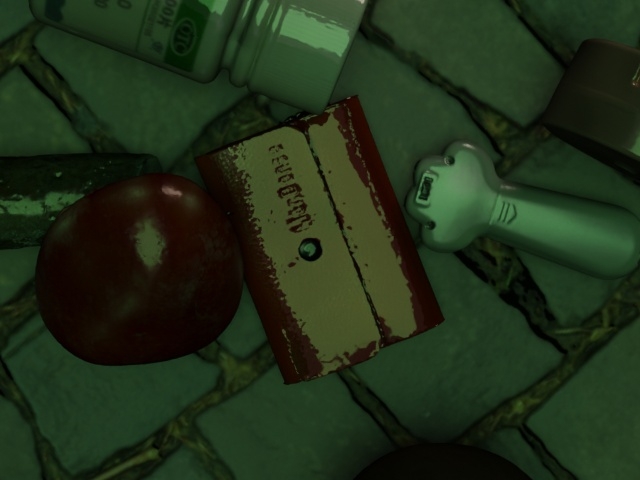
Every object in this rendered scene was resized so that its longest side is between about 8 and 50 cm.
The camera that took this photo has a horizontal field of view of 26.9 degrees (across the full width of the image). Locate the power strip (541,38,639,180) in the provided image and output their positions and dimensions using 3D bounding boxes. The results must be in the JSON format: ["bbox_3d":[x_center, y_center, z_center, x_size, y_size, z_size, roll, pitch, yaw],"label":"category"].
[{"bbox_3d":[0.252,-0.088,1.027,0.154,0.154,0.078,26,92,-5],"label":"power strip"}]

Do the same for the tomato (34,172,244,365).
[{"bbox_3d":[-0.142,0.036,1.021,0.166,0.082,0.174,-6,136,0],"label":"tomato"}]

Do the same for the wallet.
[{"bbox_3d":[0.000,0.000,1.080,0.142,0.045,0.204,-21,96,1],"label":"wallet"}]

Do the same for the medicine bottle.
[{"bbox_3d":[-0.088,-0.188,1.008,0.236,0.139,0.139,21,96,-2],"label":"medicine bottle"}]

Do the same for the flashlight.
[{"bbox_3d":[0.167,-0.019,1.084,0.200,0.047,0.093,15,95,-6],"label":"flashlight"}]

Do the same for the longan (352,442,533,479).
[{"bbox_3d":[0.104,0.251,1.041,0.212,0.198,0.198,34,95,-17],"label":"longan"}]

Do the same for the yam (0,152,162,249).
[{"bbox_3d":[-0.215,-0.031,1.055,0.179,0.078,0.078,-2,97,-2],"label":"yam"}]
